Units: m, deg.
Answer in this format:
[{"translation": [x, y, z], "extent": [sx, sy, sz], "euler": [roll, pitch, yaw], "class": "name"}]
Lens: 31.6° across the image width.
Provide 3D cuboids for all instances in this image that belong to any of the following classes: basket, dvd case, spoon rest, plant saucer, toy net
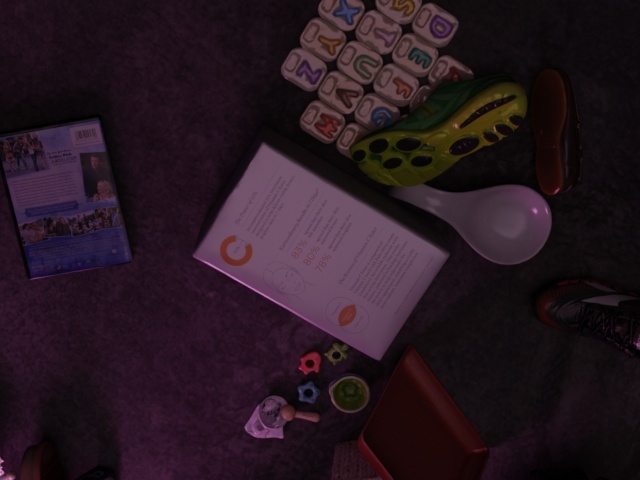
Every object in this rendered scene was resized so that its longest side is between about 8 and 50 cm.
[{"translation": [0.074, 0.419, 1.939], "extent": [0.103, 0.167, 0.113], "euler": [-3, 105, 4], "class": "basket"}, {"translation": [-0.423, -0.069, 1.863], "extent": [0.180, 0.022, 0.253], "euler": [-10, 106, 2], "class": "dvd case"}, {"translation": [0.248, -0.048, 1.857], "extent": [0.276, 0.084, 0.137], "euler": [18, 104, -6], "class": "spoon rest"}, {"translation": [0.167, 0.347, 1.897], "extent": [0.047, 0.259, 0.258], "euler": [-27, 107, 36], "class": "plant saucer"}, {"translation": [-0.034, 0.272, 1.955], "extent": [0.232, 0.045, 0.122], "euler": [-27, 105, 6], "class": "toy net"}]

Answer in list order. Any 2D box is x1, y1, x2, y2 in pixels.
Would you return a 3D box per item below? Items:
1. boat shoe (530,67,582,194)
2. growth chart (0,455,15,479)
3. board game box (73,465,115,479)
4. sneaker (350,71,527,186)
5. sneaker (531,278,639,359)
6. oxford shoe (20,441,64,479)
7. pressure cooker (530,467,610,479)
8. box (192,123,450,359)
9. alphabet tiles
[{"translation": [0.388, -0.180, 1.837], "extent": [0.073, 0.073, 0.207], "euler": [-17, 113, -36], "class": "boat shoe"}, {"translation": [-0.623, 0.341, 1.940], "extent": [0.172, 0.021, 0.237], "euler": [-20, 102, 29], "class": "growth chart"}, {"translation": [-0.439, 0.505, 1.913], "extent": [0.042, 0.243, 0.165], "euler": [11, 108, 27], "class": "board game box"}, {"translation": [0.189, -0.176, 1.794], "extent": [0.295, 0.123, 0.109], "euler": [-21, 117, 20], "class": "sneaker"}, {"translation": [0.494, 0.133, 1.887], "extent": [0.276, 0.135, 0.098], "euler": [11, 107, -3], "class": "sneaker"}, {"translation": [-0.525, 0.512, 1.972], "extent": [0.130, 0.123, 0.348], "euler": [8, 101, 8], "class": "oxford shoe"}, {"translation": [0.397, 0.593, 1.894], "extent": [0.420, 0.370, 0.376], "euler": [-29, 60, 6], "class": "pressure cooker"}, {"translation": [0.000, 0.000, 1.819], "extent": [0.345, 0.168, 0.215], "euler": [30, 103, -10], "class": "box"}, {"translation": [0.092, -0.269, 1.824], "extent": [0.278, 0.021, 0.284], "euler": [31, 102, -10], "class": "alphabet tiles"}]
